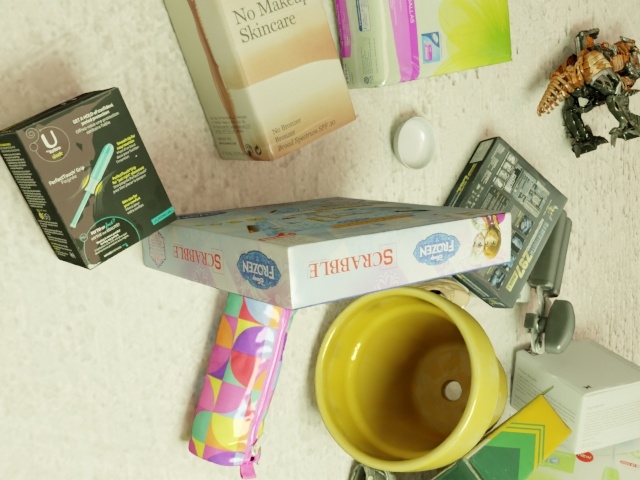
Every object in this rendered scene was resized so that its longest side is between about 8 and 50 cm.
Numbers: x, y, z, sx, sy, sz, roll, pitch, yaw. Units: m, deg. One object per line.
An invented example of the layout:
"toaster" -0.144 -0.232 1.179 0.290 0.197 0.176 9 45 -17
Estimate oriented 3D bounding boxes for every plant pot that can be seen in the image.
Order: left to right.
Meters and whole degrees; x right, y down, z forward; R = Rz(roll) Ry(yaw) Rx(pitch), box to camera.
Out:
"plant pot" 0.159 0.212 1.101 0.239 0.254 0.253 26 79 -53

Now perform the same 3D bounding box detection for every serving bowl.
"serving bowl" 0.143 -0.151 1.165 0.083 0.027 0.083 -5 98 -38

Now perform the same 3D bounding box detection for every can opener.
"can opener" 0.424 0.075 1.352 0.074 0.093 0.280 40 56 -50

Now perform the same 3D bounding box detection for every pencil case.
"pencil case" -0.098 0.180 0.976 0.104 0.104 0.236 14 86 -38

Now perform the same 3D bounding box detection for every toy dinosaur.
"toy dinosaur" 0.498 -0.277 1.382 0.322 0.164 0.218 -23 95 -15

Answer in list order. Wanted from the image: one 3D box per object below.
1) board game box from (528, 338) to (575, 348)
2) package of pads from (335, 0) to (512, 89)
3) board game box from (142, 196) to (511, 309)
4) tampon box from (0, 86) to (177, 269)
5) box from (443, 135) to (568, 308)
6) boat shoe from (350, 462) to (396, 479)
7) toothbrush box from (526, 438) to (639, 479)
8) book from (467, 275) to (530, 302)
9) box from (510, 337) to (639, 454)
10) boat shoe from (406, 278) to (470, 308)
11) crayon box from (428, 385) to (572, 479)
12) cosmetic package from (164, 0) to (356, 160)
"board game box" 0.467 0.239 1.462 0.169 0.033 0.133 37 73 -34
"package of pads" 0.153 -0.359 1.102 0.297 0.101 0.229 -18 108 -36
"board game box" 0.000 0.000 0.890 0.319 0.318 0.065 -8 101 -36
"tampon box" -0.257 -0.069 0.817 0.120 0.101 0.161 -34 114 -31
"box" 0.296 -0.029 1.255 0.183 0.059 0.232 37 73 -19
"boat shoe" 0.051 0.452 1.143 0.070 0.078 0.219 26 71 -38
"toothbrush box" 0.436 0.449 1.280 0.283 0.206 0.122 -45 139 -55
"book" 0.328 0.059 1.333 0.144 0.035 0.096 9 87 -39
"box" 0.474 0.275 1.351 0.182 0.181 0.119 -6 109 -23
"boat shoe" 0.182 0.098 1.197 0.170 0.059 0.063 6 113 -34
"crayon box" 0.265 0.357 1.178 0.319 0.202 0.081 -17 63 -49
"cosmetic package" -0.083 -0.260 0.912 0.153 0.129 0.296 -32 113 -29
